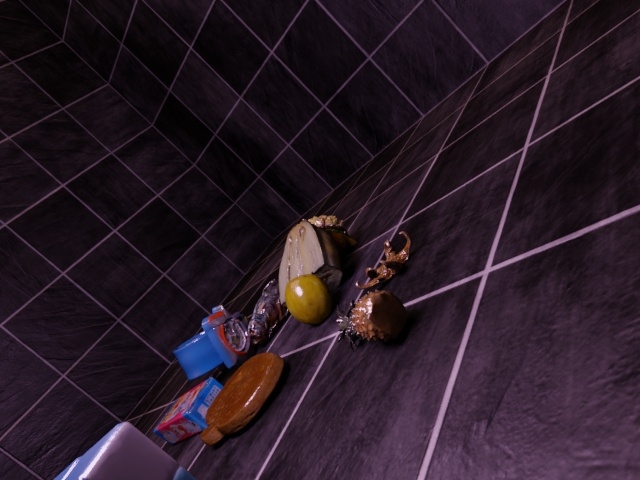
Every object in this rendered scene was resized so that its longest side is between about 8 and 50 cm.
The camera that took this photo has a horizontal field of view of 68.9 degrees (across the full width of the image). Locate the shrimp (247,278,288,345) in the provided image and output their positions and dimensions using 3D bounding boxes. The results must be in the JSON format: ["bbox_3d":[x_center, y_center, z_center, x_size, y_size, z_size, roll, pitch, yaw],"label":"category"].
[{"bbox_3d":[-0.200,0.260,1.872,0.172,0.137,0.372,-16,28,38],"label":"shrimp"}]

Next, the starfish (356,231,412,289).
[{"bbox_3d":[0.178,0.067,1.280,0.190,0.074,0.146,-49,9,-18],"label":"starfish"}]

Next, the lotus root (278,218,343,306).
[{"bbox_3d":[-0.037,0.072,1.672,0.267,0.149,0.260,-46,40,34],"label":"lotus root"}]

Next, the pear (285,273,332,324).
[{"bbox_3d":[-0.036,0.185,1.478,0.149,0.162,0.149,-32,-3,-2],"label":"pear"}]

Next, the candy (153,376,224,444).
[{"bbox_3d":[-0.466,0.620,1.682,0.306,0.100,0.157,-37,14,39],"label":"candy"}]

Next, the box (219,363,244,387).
[{"bbox_3d":[-0.336,0.525,1.740,0.125,0.027,0.126,-34,14,41],"label":"box"}]

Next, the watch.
[{"bbox_3d":[-0.412,0.398,1.824,0.274,0.241,0.305,-30,-2,16],"label":"watch"}]

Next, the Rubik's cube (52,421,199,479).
[{"bbox_3d":[-0.310,0.538,0.624,0.344,0.346,0.347,-43,11,19],"label":"Rubik's cube"}]

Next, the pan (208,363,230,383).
[{"bbox_3d":[-0.385,0.522,1.877,0.202,0.048,0.128,-51,12,-18],"label":"pan"}]

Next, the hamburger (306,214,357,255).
[{"bbox_3d":[0.000,0.000,1.876,0.262,0.243,0.138,-38,50,30],"label":"hamburger"}]

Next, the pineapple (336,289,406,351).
[{"bbox_3d":[0.099,0.187,1.065,0.125,0.125,0.251,-51,6,-25],"label":"pineapple"}]

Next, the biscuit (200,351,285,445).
[{"bbox_3d":[-0.239,0.478,1.410,0.314,0.063,0.367,-54,13,-29],"label":"biscuit"}]
